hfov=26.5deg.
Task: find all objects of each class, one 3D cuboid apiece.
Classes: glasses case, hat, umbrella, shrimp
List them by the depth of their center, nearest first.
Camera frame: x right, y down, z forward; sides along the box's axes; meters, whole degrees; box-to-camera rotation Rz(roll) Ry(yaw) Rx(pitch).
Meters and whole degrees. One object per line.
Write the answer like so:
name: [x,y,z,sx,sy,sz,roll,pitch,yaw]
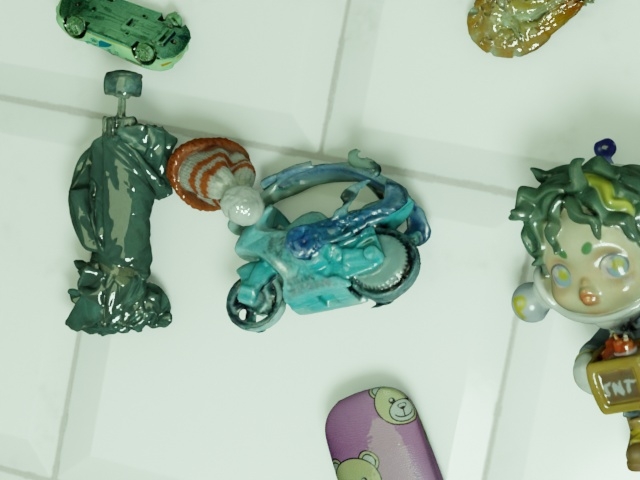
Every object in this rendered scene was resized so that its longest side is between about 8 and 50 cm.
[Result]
shrimp: [0.267,-0.281,1.654,0.184,0.043,0.091,-19,93,21]
glasses case: [0.101,0.338,1.684,0.123,0.076,0.316,-20,86,13]
hat: [-0.116,-0.069,1.685,0.112,0.162,0.093,-9,109,-26]
umbrella: [-0.258,-0.046,1.765,0.143,0.094,0.349,1,97,-4]

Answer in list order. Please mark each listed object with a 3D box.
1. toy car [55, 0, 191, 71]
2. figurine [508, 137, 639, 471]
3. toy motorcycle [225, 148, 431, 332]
toy car: [-0.258,-0.275,1.779,0.186,0.058,0.093,22,52,14]
figurine: [0.346,0.077,1.566,0.261,0.186,0.382,-16,93,25]
toy motorcycle: [0.000,0.000,1.682,0.260,0.154,0.206,-13,64,18]
